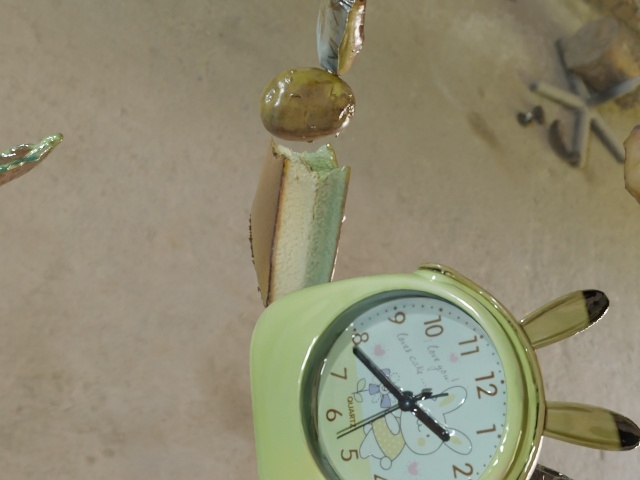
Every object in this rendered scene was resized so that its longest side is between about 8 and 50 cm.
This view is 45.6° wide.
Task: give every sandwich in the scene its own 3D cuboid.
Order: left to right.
[{"bbox_3d":[-0.029,-0.033,1.088,0.108,0.186,0.220,7,40,-17],"label":"sandwich"}]

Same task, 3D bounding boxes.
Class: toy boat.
[{"bbox_3d":[-0.463,-0.098,0.903,0.293,0.108,0.099,5,108,-22],"label":"toy boat"}]

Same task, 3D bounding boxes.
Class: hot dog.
[{"bbox_3d":[0.042,-0.401,1.330,0.082,0.270,0.162,2,66,-7],"label":"hot dog"}]

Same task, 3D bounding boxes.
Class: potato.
[{"bbox_3d":[-0.026,-0.244,1.374,0.176,0.137,0.137,4,70,-17],"label":"potato"}]

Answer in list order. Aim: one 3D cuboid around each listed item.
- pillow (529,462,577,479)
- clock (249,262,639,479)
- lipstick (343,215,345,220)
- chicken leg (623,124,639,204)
[{"bbox_3d":[0.238,0.303,0.926,0.150,0.048,0.090,31,86,-25],"label":"pillow"},{"bbox_3d":[0.068,0.100,0.474,0.069,0.232,0.170,31,48,-57],"label":"clock"},{"bbox_3d":[0.000,0.000,1.491,0.038,0.038,0.130,36,79,-20],"label":"lipstick"},{"bbox_3d":[0.299,-0.005,0.360,0.295,0.409,0.182,26,91,12],"label":"chicken leg"}]
